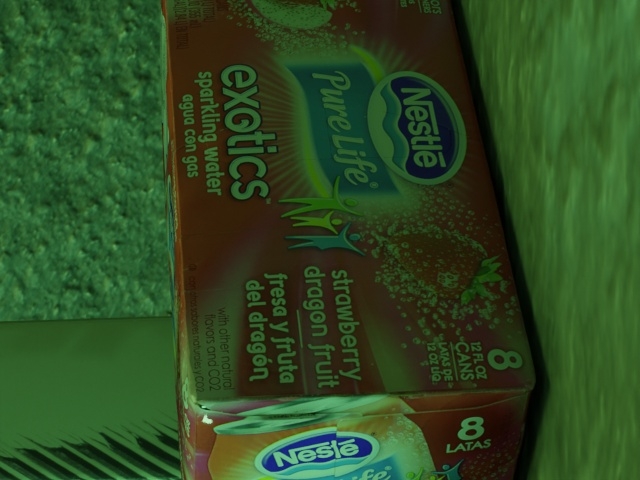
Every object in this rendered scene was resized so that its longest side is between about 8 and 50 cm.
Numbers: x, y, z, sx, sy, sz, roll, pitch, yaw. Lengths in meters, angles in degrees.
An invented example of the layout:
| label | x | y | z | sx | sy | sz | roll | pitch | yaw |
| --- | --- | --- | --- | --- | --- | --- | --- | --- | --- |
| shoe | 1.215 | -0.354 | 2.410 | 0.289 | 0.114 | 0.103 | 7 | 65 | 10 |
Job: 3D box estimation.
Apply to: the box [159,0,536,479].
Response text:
| label | x | y | z | sx | sy | sz | roll | pitch | yaw |
| --- | --- | --- | --- | --- | --- | --- | --- | --- | --- |
| box | 0.000 | 0.000 | 0.685 | 0.128 | 0.123 | 0.257 | 94 | 172 | -47 |

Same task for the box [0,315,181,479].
| label | x | y | z | sx | sy | sz | roll | pitch | yaw |
| --- | --- | --- | --- | --- | --- | --- | --- | --- | --- |
| box | -0.103 | 0.095 | 0.970 | 0.113 | 0.275 | 0.094 | 115 | 152 | -77 |
